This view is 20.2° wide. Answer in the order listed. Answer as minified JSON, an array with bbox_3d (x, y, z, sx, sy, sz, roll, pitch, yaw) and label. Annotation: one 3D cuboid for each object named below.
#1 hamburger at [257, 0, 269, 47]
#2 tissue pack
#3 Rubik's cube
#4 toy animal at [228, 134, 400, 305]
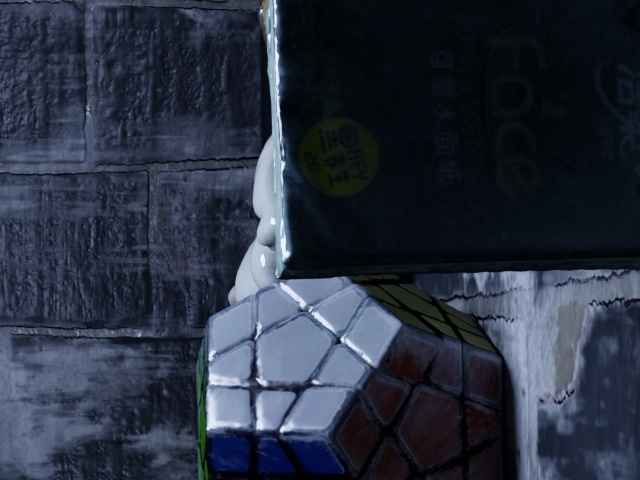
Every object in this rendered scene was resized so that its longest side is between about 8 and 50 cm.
[{"bbox_3d":[0.023,-0.282,2.249,0.207,0.135,0.155,-51,54,56],"label":"hamburger"},{"bbox_3d":[0.096,-0.073,1.128,0.081,0.257,0.185,123,144,-79],"label":"tissue pack"},{"bbox_3d":[0.022,0.168,1.648,0.264,0.319,0.319,-56,-24,-53],"label":"Rubik's cube"},{"bbox_3d":[0.000,0.006,2.103,0.367,0.196,0.241,101,174,-47],"label":"toy animal"}]
